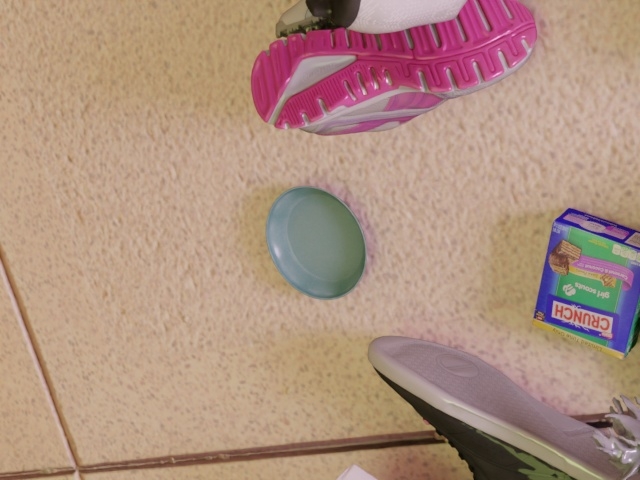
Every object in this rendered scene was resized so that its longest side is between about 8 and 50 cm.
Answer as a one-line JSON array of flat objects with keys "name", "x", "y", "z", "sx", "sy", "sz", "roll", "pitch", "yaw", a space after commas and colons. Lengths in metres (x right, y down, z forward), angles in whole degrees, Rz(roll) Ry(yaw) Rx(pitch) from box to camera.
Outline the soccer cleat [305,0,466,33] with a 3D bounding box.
[{"name": "soccer cleat", "x": 0.037, "y": -0.317, "z": 1.224, "sx": 0.116, "sy": 0.143, "sz": 0.331, "roll": 129, "pitch": 134, "yaw": -58}]

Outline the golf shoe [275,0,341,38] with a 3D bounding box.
[{"name": "golf shoe", "x": 0.029, "y": -0.236, "z": 1.308, "sx": 0.176, "sy": 0.069, "sz": 0.086, "roll": -20, "pitch": 79, "yaw": 33}]

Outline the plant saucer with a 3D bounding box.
[{"name": "plant saucer", "x": 0.000, "y": 0.000, "z": 1.436, "sx": 0.119, "sy": 0.021, "sz": 0.119, "roll": 13, "pitch": 114, "yaw": 30}]

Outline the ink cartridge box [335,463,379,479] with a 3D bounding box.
[{"name": "ink cartridge box", "x": 0.106, "y": 0.331, "z": 1.426, "sx": 0.225, "sy": 0.056, "sz": 0.181, "roll": 34, "pitch": 154, "yaw": 21}]

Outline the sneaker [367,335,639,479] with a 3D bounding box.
[{"name": "sneaker", "x": 0.154, "y": 0.209, "z": 1.358, "sx": 0.296, "sy": 0.104, "sz": 0.147, "roll": 29, "pitch": 117, "yaw": 17}]

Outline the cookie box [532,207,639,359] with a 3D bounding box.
[{"name": "cookie box", "x": 0.242, "y": 0.038, "z": 1.272, "sx": 0.092, "sy": 0.040, "sz": 0.107, "roll": 21, "pitch": 120, "yaw": 26}]

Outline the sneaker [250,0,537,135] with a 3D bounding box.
[{"name": "sneaker", "x": 0.070, "y": -0.157, "z": 1.282, "sx": 0.252, "sy": 0.111, "sz": 0.103, "roll": -12, "pitch": 81, "yaw": 16}]

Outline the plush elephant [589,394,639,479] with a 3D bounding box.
[{"name": "plush elephant", "x": 0.326, "y": 0.314, "z": 1.171, "sx": 0.330, "sy": 0.272, "sz": 0.255, "roll": 37, "pitch": 135, "yaw": 34}]
